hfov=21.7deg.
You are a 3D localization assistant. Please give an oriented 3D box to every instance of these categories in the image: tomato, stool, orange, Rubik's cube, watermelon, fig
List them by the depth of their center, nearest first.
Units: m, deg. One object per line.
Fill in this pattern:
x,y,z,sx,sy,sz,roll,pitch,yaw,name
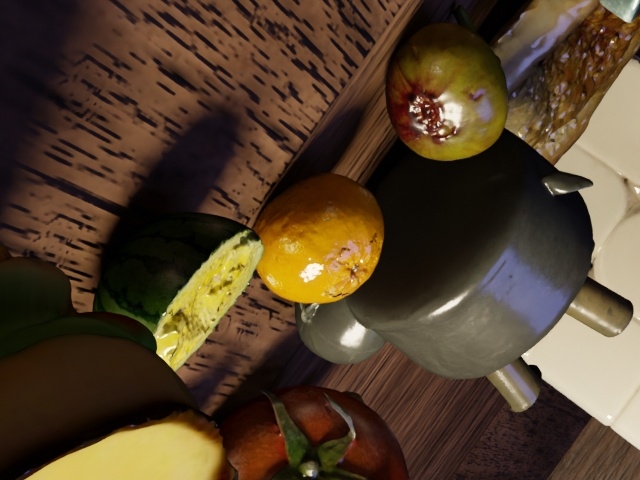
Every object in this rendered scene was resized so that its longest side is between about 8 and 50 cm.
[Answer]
-0.080,0.026,0.846,0.105,0.062,0.105,-53,171,-13,watermelon
0.000,0.000,0.997,0.083,0.070,0.083,-43,157,-23,orange
0.083,-0.096,1.029,0.082,0.084,0.098,-28,-170,39,fig
0.093,0.020,1.096,0.228,0.139,0.153,-7,-127,51,stool
-0.012,0.185,1.178,0.167,0.167,0.167,-48,162,-21,tomato
0.340,0.021,1.569,0.291,0.291,0.290,-58,162,12,Rubik's cube

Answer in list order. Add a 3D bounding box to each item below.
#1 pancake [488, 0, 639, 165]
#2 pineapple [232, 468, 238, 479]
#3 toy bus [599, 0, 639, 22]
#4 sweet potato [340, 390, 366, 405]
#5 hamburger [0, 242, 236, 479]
0.176,-0.126,1.237,0.356,0.065,0.356,-45,163,-17,pancake
-0.142,0.297,1.011,0.362,0.202,0.202,-62,165,-13,pineapple
0.207,-0.254,0.901,0.275,0.167,0.138,-36,156,-35,toy bus
-0.059,0.213,1.281,0.255,0.058,0.078,-50,-176,2,sweet potato
-0.159,0.098,0.632,0.237,0.149,0.237,-38,154,-22,hamburger
